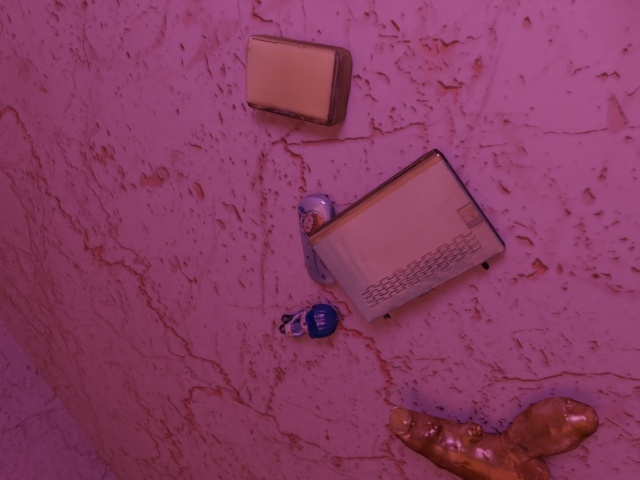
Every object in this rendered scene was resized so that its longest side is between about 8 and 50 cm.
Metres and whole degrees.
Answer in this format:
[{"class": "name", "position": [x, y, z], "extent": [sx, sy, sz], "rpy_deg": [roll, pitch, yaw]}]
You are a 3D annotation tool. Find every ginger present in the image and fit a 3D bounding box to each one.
[{"class": "ginger", "position": [0.327, 0.435, 0.841], "extent": [0.348, 0.122, 0.362], "rpy_deg": [-4, 116, 34]}]

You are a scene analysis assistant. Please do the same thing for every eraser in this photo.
[{"class": "eraser", "position": [-0.038, -0.263, 0.738], "extent": [0.172, 0.058, 0.117], "rpy_deg": [19, 121, 21]}]

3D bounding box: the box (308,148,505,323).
[{"class": "box", "position": [0.137, 0.006, 0.751], "extent": [0.270, 0.045, 0.210], "rpy_deg": [-36, 93, 26]}]

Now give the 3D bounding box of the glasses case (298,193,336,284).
[{"class": "glasses case", "position": [0.000, 0.000, 0.850], "extent": [0.067, 0.045, 0.178], "rpy_deg": [3, 114, 27]}]

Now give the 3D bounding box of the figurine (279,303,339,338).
[{"class": "figurine", "position": [-0.022, 0.174, 0.936], "extent": [0.080, 0.077, 0.136], "rpy_deg": [23, 151, -25]}]
